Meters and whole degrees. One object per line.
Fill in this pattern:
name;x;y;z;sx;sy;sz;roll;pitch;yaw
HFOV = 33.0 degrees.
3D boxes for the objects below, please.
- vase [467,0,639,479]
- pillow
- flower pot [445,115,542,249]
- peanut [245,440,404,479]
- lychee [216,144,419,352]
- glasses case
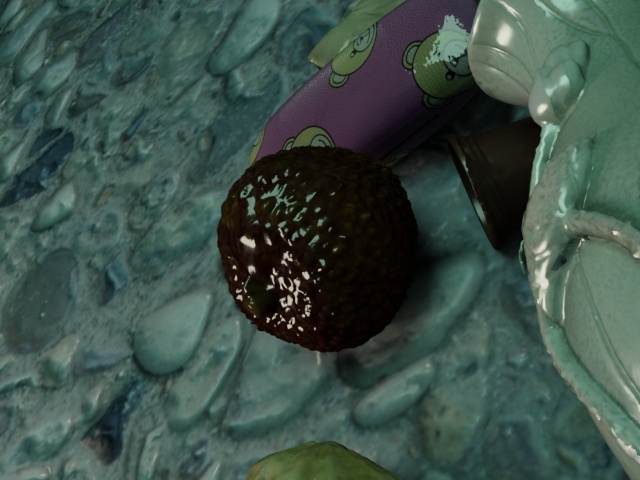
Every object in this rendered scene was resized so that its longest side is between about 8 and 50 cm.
vase;0.234;-0.033;0.691;0.250;0.250;0.445;-32;43;18
pillow;0.090;-0.203;1.153;0.148;0.050;0.230;-53;41;6
flower pot;0.168;-0.058;0.918;0.089;0.111;0.111;-24;41;5
peanut;0.033;0.252;0.744;0.136;0.120;0.298;-43;40;12
lychee;-0.002;0.006;0.954;0.194;0.194;0.194;-25;43;25
glasses case;0.043;-0.129;1.067;0.316;0.076;0.123;-36;56;33
